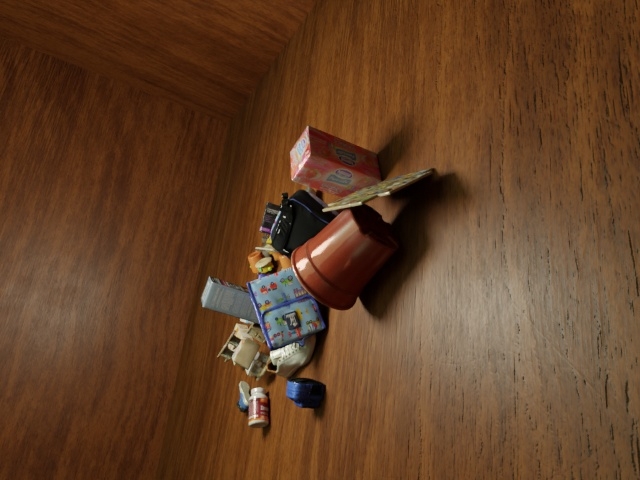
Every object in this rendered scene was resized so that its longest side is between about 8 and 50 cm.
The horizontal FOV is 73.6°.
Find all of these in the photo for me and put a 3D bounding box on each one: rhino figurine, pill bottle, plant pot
[{"bbox_3d":[-0.296,0.062,2.285,0.106,0.073,0.243,-18,58,43],"label":"rhino figurine"},{"bbox_3d":[-0.268,0.722,1.849,0.086,0.086,0.152,-49,36,40],"label":"pill bottle"},{"bbox_3d":[0.092,0.036,1.369,0.265,0.272,0.272,-48,36,28],"label":"plant pot"}]

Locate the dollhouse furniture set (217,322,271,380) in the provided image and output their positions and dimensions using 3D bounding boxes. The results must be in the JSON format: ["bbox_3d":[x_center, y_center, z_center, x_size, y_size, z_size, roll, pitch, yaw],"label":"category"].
[{"bbox_3d":[-0.299,0.459,1.926,0.161,0.212,0.242,-54,6,38],"label":"dollhouse furniture set"}]

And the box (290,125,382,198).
[{"bbox_3d":[0.054,-0.264,1.533,0.142,0.300,0.154,-47,37,43],"label":"box"}]

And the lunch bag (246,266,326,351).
[{"bbox_3d":[-0.127,0.274,1.635,0.138,0.221,0.293,96,152,-61],"label":"lunch bag"}]

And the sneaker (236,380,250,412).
[{"bbox_3d":[-0.377,0.761,2.071,0.084,0.058,0.152,-57,37,15],"label":"sneaker"}]

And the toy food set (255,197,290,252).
[{"bbox_3d":[-0.188,-0.078,2.048,0.306,0.092,0.220,-59,25,-16],"label":"toy food set"}]

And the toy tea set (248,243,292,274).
[{"bbox_3d":[-0.227,0.114,2.083,0.336,0.200,0.124,27,143,65],"label":"toy tea set"}]

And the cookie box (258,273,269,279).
[{"bbox_3d":[-0.252,0.218,2.075,0.040,0.107,0.091,-18,60,61],"label":"cookie box"}]

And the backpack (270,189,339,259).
[{"bbox_3d":[-0.065,-0.045,1.693,0.263,0.276,0.213,-51,-3,31],"label":"backpack"}]

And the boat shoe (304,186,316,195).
[{"bbox_3d":[-0.063,-0.088,1.905,0.118,0.103,0.320,-32,44,54],"label":"boat shoe"}]

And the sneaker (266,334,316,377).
[{"bbox_3d":[-0.122,0.447,1.682,0.290,0.123,0.106,-55,30,31],"label":"sneaker"}]

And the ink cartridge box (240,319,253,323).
[{"bbox_3d":[-0.344,0.379,2.180,0.143,0.092,0.089,-6,70,61],"label":"ink cartridge box"}]

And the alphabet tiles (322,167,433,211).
[{"bbox_3d":[0.172,-0.156,1.324,0.342,0.285,0.011,-4,111,62],"label":"alphabet tiles"}]

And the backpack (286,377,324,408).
[{"bbox_3d":[-0.059,0.537,1.508,0.098,0.120,0.101,-23,56,57],"label":"backpack"}]

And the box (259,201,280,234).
[{"bbox_3d":[-0.244,-0.108,2.232,0.029,0.116,0.162,-1,75,61],"label":"box"}]

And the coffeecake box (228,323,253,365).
[{"bbox_3d":[-0.420,0.551,2.260,0.142,0.068,0.185,-67,28,11],"label":"coffeecake box"}]

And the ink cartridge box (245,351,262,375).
[{"bbox_3d":[-0.332,0.590,2.086,0.122,0.052,0.088,38,109,61],"label":"ink cartridge box"}]

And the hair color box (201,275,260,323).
[{"bbox_3d":[-0.306,0.270,1.820,0.113,0.375,0.185,-70,18,-3],"label":"hair color box"}]
